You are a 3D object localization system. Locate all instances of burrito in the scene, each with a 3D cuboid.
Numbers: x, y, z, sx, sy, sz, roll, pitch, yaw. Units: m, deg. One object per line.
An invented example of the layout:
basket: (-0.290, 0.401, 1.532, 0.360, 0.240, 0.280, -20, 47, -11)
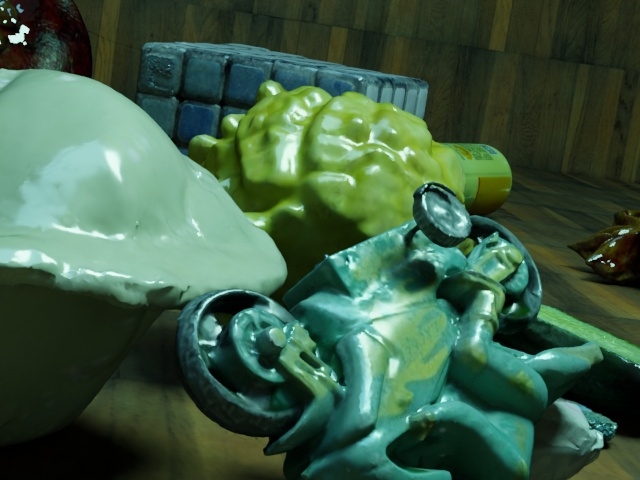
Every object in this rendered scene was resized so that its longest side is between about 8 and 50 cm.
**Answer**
burrito: (0.088, 0.127, 0.949, 0.203, 0.064, 0.064, 4, 10, -24)

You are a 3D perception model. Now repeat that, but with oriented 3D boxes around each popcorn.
popcorn: (-0.005, 0.002, 1.162, 0.249, 0.249, 0.225, 10, 45, 9)

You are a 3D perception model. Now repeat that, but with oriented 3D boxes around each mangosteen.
mangosteen: (-0.448, -0.215, 1.936, 0.306, 0.306, 0.359, 7, -15, -12)

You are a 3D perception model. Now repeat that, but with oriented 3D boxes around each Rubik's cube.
Rubik's cube: (-0.045, -0.070, 1.508, 0.237, 0.237, 0.238, 11, 8, 19)

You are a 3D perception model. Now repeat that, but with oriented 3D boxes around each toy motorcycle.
toy motorcycle: (0.060, 0.077, 0.855, 0.296, 0.198, 0.109, -24, -13, -47)

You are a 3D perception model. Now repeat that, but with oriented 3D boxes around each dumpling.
dumpling: (-0.236, 0.004, 0.885, 0.395, 0.233, 0.315, 2, -2, 19)

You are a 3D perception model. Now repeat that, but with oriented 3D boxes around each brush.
brush: (0.167, 0.122, 1.186, 0.070, 0.021, 0.196, 8, 8, -15)

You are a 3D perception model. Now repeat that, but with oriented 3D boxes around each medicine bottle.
medicine bottle: (0.191, -0.088, 2.272, 0.124, 0.124, 0.239, 14, 11, 29)

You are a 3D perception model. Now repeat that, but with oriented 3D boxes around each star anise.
star anise: (0.422, 0.005, 1.917, 0.212, 0.111, 0.196, 6, -1, 39)

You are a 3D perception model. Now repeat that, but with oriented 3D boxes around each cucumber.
cucumber: (0.203, 0.097, 1.242, 0.115, 0.063, 0.244, 14, 5, -27)
